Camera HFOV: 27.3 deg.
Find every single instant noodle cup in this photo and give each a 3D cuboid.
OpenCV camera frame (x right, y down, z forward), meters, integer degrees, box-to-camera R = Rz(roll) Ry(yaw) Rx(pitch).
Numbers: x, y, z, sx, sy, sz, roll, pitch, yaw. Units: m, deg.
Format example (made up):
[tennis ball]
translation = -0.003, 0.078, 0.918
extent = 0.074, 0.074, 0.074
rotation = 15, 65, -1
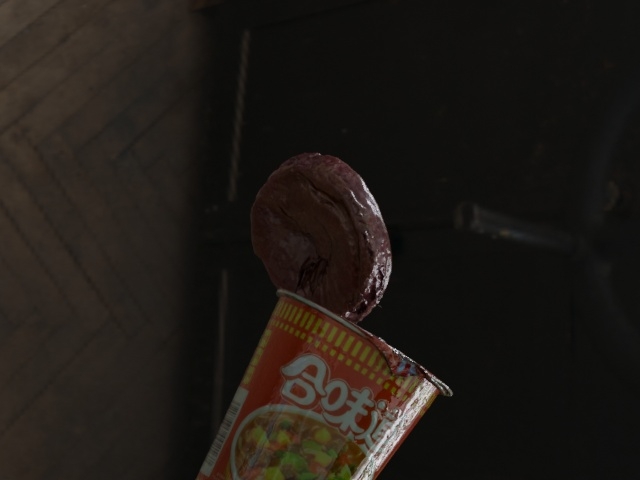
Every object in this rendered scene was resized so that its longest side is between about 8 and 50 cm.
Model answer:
[instant noodle cup]
translation = -0.012, 0.181, 1.196
extent = 0.193, 0.193, 0.212
rotation = 38, 79, -37

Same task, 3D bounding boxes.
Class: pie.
[pie]
translation = 0.000, 0.000, 1.332
extent = 0.049, 0.182, 0.182
rotation = -22, 103, -42
